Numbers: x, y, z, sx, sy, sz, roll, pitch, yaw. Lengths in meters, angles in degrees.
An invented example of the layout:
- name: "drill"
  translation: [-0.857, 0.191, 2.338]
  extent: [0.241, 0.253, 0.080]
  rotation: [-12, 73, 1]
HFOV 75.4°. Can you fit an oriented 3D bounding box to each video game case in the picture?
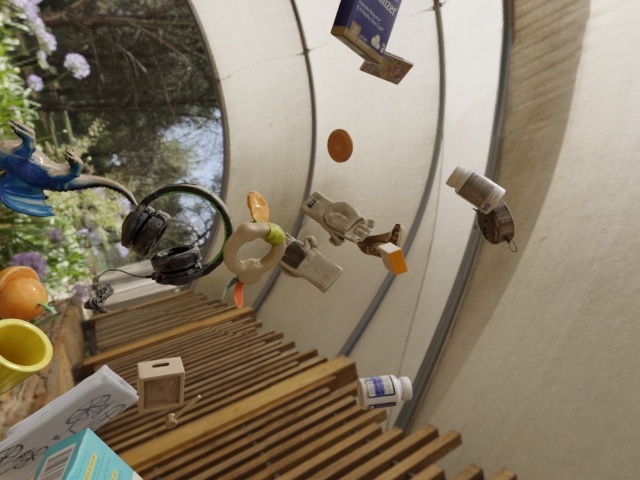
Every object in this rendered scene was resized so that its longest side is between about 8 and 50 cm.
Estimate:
- name: "video game case"
  translation: [0.177, -0.469, 1.119]
  extent: [0.087, 0.121, 0.011]
  rotation: [141, -39, -64]

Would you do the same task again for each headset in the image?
- name: "headset"
  translation: [-0.404, 0.028, 1.034]
  extent: [0.243, 0.394, 0.185]
  rotation: [53, 4, -16]

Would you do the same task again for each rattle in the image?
- name: "rattle"
  translation: [-0.163, 0.021, 0.856]
  extent: [0.143, 0.130, 0.200]
  rotation: [46, -50, 27]

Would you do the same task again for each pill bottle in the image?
- name: "pill bottle"
  translation: [0.404, -0.138, 1.088]
  extent: [0.137, 0.078, 0.078]
  rotation: [38, -39, 12]
- name: "pill bottle"
  translation: [0.237, 0.558, 1.533]
  extent: [0.112, 0.186, 0.112]
  rotation: [176, -90, -83]

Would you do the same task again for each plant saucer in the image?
- name: "plant saucer"
  translation: [0.046, -0.236, 1.034]
  extent: [0.083, 0.013, 0.084]
  rotation: [15, -67, 42]

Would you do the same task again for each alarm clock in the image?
- name: "alarm clock"
  translation: [0.511, -0.039, 1.197]
  extent: [0.129, 0.064, 0.192]
  rotation: [74, -3, -48]

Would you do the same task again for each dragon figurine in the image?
- name: "dragon figurine"
  translation: [-0.466, -0.094, 0.677]
  extent: [0.085, 0.289, 0.144]
  rotation: [37, -87, 45]

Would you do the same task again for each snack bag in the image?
- name: "snack bag"
  translation: [-0.542, 0.392, 0.814]
  extent: [0.037, 0.342, 0.323]
  rotation: [48, -26, 13]

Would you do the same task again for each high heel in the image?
- name: "high heel"
  translation: [0.215, -0.010, 1.554]
  extent: [0.186, 0.093, 0.261]
  rotation: [24, -28, 16]

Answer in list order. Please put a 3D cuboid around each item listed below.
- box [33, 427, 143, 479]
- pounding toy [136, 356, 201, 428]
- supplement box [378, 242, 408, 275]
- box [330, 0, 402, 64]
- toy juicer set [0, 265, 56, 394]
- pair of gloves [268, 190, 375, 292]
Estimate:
- name: "box"
  translation: [-0.246, 0.353, 0.506]
  extent: [0.244, 0.060, 0.100]
  rotation: [63, 0, -26]
- name: "pounding toy"
  translation: [-0.473, 0.475, 1.293]
  extent: [0.094, 0.180, 0.206]
  rotation: [36, -58, 56]
- name: "supplement box"
  translation: [0.185, 0.046, 1.058]
  extent: [0.098, 0.036, 0.062]
  rotation: [-130, -160, -78]
- name: "box"
  translation: [0.101, -0.452, 0.735]
  extent: [0.036, 0.136, 0.226]
  rotation: [25, -77, 34]
- name: "toy juicer set"
  translation: [-0.432, 0.013, 0.433]
  extent: [0.329, 0.089, 0.209]
  rotation: [43, 10, -34]
- name: "pair of gloves"
  translation: [0.000, 0.000, 1.036]
  extent: [0.204, 0.240, 0.042]
  rotation: [25, -21, 28]
